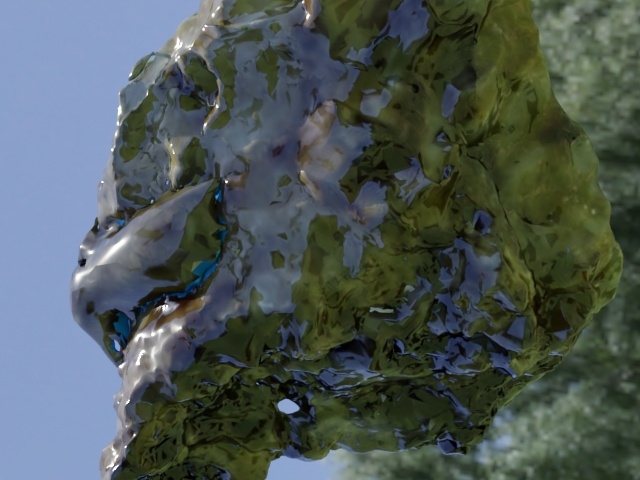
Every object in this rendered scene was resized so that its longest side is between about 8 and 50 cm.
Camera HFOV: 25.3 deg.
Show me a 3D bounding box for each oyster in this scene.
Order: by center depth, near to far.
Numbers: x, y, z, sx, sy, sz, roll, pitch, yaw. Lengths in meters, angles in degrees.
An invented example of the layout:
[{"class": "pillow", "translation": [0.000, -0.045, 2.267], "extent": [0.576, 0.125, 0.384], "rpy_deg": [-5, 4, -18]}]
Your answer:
[{"class": "oyster", "translation": [0.000, 0.000, 0.529], "extent": [0.083, 0.214, 0.222], "rpy_deg": [-77, -27, -69]}]
